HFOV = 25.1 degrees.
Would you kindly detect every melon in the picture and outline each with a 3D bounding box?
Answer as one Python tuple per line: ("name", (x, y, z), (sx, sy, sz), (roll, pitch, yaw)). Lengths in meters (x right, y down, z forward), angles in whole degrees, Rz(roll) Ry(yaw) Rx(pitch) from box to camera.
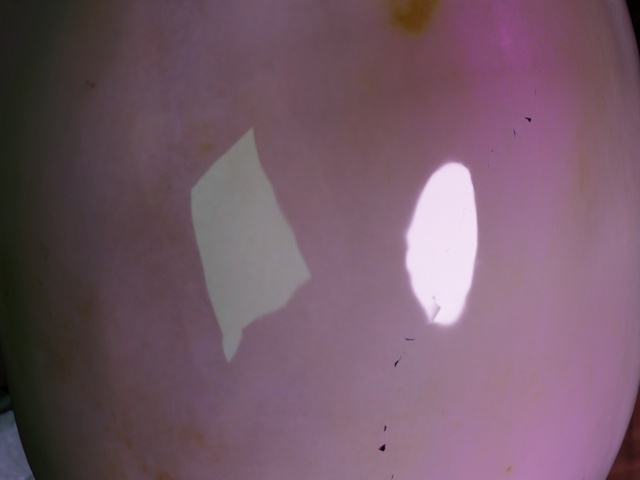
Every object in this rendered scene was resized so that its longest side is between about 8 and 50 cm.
("melon", (0.000, 0.000, 0.481), (0.223, 0.223, 0.317), (5, 114, 23))

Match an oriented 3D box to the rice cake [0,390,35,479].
("rice cake", (-0.112, 0.099, 0.695), (0.226, 0.040, 0.085), (-25, 103, 34))
